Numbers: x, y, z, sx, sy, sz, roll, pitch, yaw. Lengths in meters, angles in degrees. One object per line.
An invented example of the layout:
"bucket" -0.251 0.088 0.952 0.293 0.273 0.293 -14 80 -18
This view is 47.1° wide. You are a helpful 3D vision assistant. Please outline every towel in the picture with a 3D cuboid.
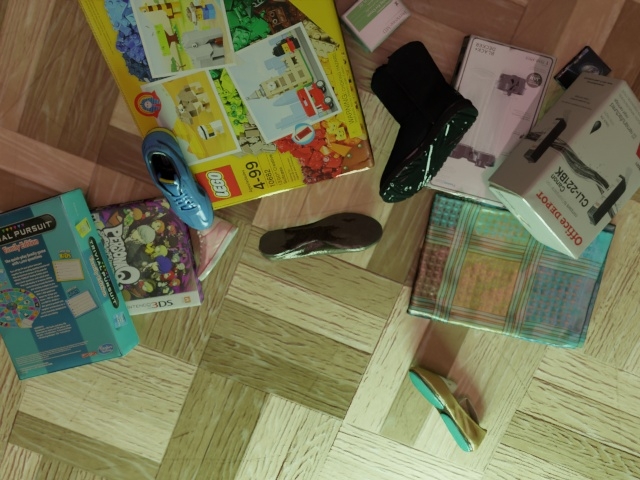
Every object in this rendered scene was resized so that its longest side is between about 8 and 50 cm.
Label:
"towel" 0.382 0.064 1.479 0.370 0.040 0.271 11 103 -1

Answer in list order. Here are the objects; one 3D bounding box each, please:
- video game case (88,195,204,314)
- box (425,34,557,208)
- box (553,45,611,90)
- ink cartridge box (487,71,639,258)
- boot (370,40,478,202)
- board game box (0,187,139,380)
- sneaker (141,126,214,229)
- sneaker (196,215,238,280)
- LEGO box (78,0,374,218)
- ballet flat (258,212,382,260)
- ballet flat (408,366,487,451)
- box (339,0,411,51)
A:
"video game case" -0.363 0.034 1.492 0.210 0.042 0.232 -8 103 4
"box" 0.311 -0.223 1.386 0.169 0.087 0.290 14 103 -2
"box" 0.496 -0.315 1.392 0.083 0.018 0.067 -44 98 11
"ink cartridge box" 0.470 -0.134 1.336 0.197 0.114 0.273 41 92 -29
"boot" 0.155 -0.220 1.359 0.094 0.207 0.246 6 131 -44
"board game box" -0.541 0.091 1.469 0.253 0.079 0.336 -14 101 16
"sneaker" -0.241 -0.086 1.233 0.069 0.082 0.209 -17 127 7
"sneaker" -0.228 0.011 1.479 0.070 0.051 0.134 32 99 -4
"LEGO box" -0.149 -0.328 1.232 0.372 0.193 0.500 -15 125 6
"ballet flat" 0.000 0.000 1.471 0.249 0.058 0.084 -10 68 -1
"ballet flat" 0.270 0.339 1.542 0.073 0.080 0.232 -39 103 -18
"box" 0.098 -0.408 1.340 0.101 0.102 0.087 -42 101 9
